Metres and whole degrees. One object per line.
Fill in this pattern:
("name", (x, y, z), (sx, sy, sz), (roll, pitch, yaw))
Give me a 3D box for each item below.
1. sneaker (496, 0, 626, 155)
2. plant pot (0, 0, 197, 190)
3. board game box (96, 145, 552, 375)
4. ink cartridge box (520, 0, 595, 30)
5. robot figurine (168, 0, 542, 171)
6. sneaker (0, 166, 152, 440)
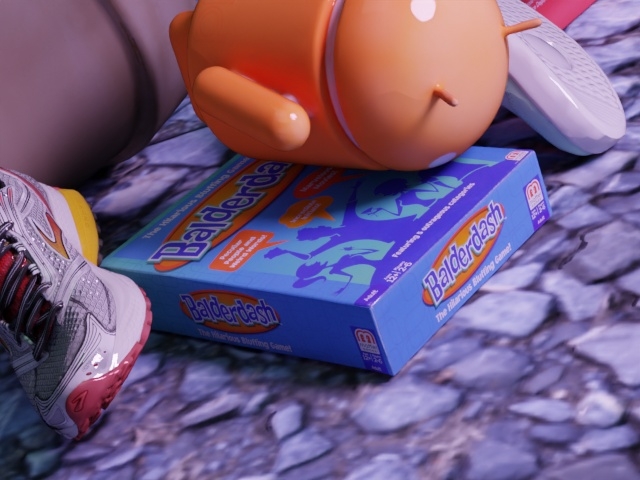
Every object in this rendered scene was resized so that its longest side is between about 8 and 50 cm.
("sneaker", (0.072, -0.092, 1.024), (0.094, 0.151, 0.256), (5, 32, -51))
("plant pot", (-0.280, -0.099, 1.045), (0.323, 0.323, 0.280), (4, 51, 38))
("board game box", (0.000, 0.000, 0.916), (0.210, 0.047, 0.160), (6, 36, 41))
("ink cartridge box", (0.104, -0.180, 1.151), (0.231, 0.078, 0.134), (8, 38, 42))
("robot figurine", (0.012, -0.102, 0.908), (0.219, 0.128, 0.158), (7, -5, 42))
("sneaker", (-0.164, 0.029, 0.879), (0.088, 0.093, 0.225), (-55, 36, 10))
